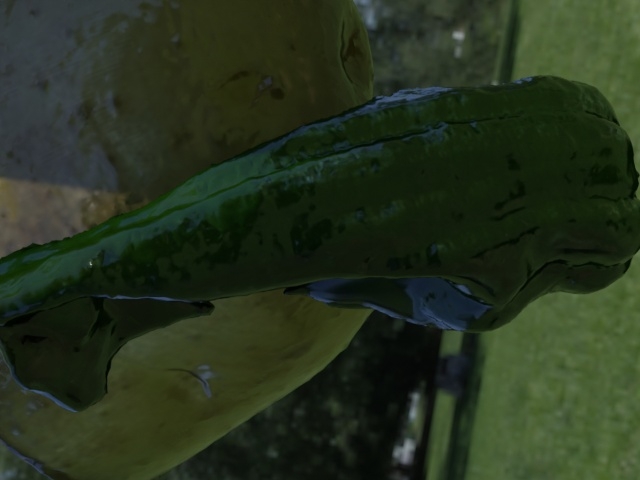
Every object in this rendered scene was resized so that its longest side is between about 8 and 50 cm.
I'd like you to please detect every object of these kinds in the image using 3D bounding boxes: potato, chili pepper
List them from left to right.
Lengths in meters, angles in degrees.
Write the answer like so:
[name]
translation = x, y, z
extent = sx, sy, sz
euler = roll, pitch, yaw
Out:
[potato]
translation = -0.070, -0.040, 0.675
extent = 0.242, 0.242, 0.285
euler = 6, -116, -85
[chili pepper]
translation = 0.000, 0.001, 0.546
extent = 0.099, 0.253, 0.083
euler = 83, 172, -57
